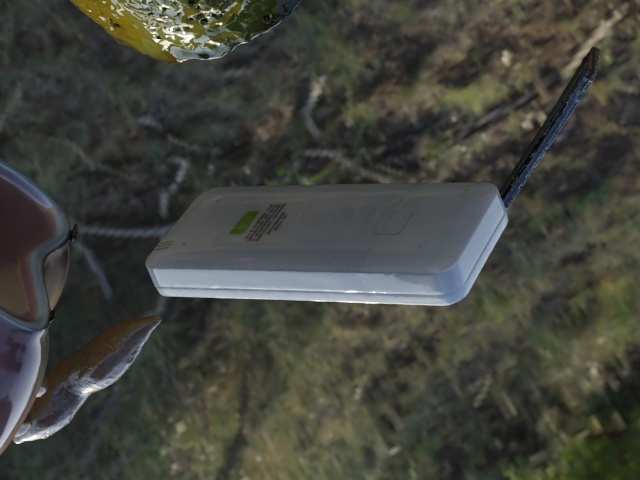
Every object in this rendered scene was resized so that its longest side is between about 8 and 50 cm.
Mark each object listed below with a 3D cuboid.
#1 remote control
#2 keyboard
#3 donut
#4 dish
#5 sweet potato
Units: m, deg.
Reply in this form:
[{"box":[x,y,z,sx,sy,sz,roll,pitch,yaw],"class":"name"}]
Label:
[{"box":[0.000,0.000,0.958,0.103,0.250,0.034,-56,135,-42],"class":"remote control"},{"box":[0.250,-0.108,1.597,0.251,0.017,0.087,-61,180,31],"class":"keyboard"},{"box":[-0.108,-0.265,0.992,0.272,0.272,0.107,-39,147,21],"class":"donut"},{"box":[-0.207,0.016,0.794,0.090,0.213,0.213,-38,155,22],"class":"dish"},{"box":[-0.251,0.142,1.490,0.218,0.065,0.051,-41,125,13],"class":"sweet potato"}]
